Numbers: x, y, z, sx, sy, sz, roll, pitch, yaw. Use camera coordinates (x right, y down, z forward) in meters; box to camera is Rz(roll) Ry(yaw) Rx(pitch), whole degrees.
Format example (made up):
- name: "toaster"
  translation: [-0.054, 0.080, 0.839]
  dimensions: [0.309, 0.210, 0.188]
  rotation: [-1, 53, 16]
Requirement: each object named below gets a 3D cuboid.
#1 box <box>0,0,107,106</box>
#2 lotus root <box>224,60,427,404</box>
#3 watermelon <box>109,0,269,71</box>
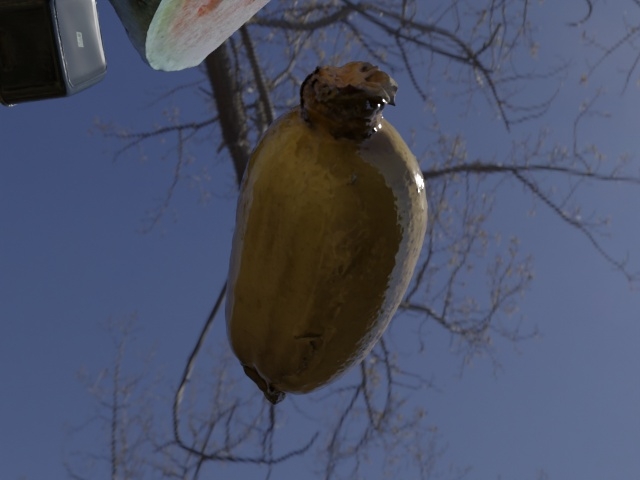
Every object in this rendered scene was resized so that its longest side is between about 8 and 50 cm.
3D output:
- name: "box"
  translation: [-0.344, -0.255, 1.237]
  dimensions: [0.090, 0.201, 0.144]
  rotation: [-5, -75, 6]
- name: "lotus root"
  translation: [0.003, 0.001, 0.749]
  dimensions: [0.146, 0.131, 0.303]
  rotation: [32, -52, 24]
- name: "watermelon"
  translation: [-0.074, -0.218, 0.525]
  dimensions: [0.188, 0.322, 0.175]
  rotation: [-39, -87, 4]
